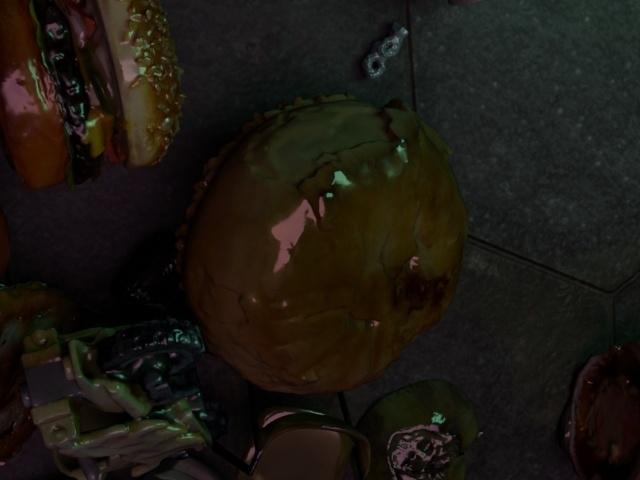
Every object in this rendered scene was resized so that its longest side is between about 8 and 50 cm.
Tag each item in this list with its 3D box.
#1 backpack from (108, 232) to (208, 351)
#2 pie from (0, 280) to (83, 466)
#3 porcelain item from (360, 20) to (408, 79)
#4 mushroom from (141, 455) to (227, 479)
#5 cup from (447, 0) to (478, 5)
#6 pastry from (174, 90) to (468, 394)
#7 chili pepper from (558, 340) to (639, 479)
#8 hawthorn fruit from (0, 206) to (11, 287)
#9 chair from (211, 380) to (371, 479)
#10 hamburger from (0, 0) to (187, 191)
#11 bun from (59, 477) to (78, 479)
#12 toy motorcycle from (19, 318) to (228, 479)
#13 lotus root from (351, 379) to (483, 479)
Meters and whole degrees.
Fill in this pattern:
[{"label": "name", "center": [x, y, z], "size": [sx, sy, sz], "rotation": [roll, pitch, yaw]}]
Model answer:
[{"label": "backpack", "center": [-0.198, 0.077, 1.806], "size": [0.120, 0.106, 0.165], "rotation": [-47, 130, -21]}, {"label": "pie", "center": [-0.409, 0.165, 1.710], "size": [0.085, 0.308, 0.308], "rotation": [29, 100, 21]}, {"label": "porcelain item", "center": [0.084, -0.251, 1.820], "size": [0.036, 0.028, 0.083], "rotation": [31, 98, -23]}, {"label": "mushroom", "center": [-0.135, 0.432, 1.896], "size": [0.122, 0.159, 0.328], "rotation": [-25, 115, 41]}, {"label": "cup", "center": [0.234, -0.435, 1.745], "size": [0.241, 0.185, 0.226], "rotation": [-35, 110, -39]}, {"label": "pastry", "center": [0.000, 0.000, 1.738], "size": [0.410, 0.245, 0.409], "rotation": [-21, 125, -34]}, {"label": "chili pepper", "center": [0.537, 0.258, 2.012], "size": [0.306, 0.229, 0.251], "rotation": [-3, 104, -24]}, {"label": "hawthorn fruit", "center": [-0.461, 0.005, 1.680], "size": [0.185, 0.185, 0.202], "rotation": [-41, 126, 0]}, {"label": "chair", "center": [-0.029, 0.276, 1.832], "size": [0.159, 0.247, 0.172], "rotation": [17, 102, -18]}, {"label": "hamburger", "center": [-0.282, -0.198, 1.612], "size": [0.225, 0.291, 0.290], "rotation": [-14, 109, -12]}, {"label": "bun", "center": [-0.340, 0.394, 1.866], "size": [0.188, 0.111, 0.164], "rotation": [-21, 128, -10]}, {"label": "toy motorcycle", "center": [-0.244, 0.203, 1.719], "size": [0.237, 0.410, 0.168], "rotation": [-15, 65, -6]}, {"label": "lotus root", "center": [0.149, 0.307, 1.980], "size": [0.204, 0.078, 0.183], "rotation": [-22, 111, -9]}]
